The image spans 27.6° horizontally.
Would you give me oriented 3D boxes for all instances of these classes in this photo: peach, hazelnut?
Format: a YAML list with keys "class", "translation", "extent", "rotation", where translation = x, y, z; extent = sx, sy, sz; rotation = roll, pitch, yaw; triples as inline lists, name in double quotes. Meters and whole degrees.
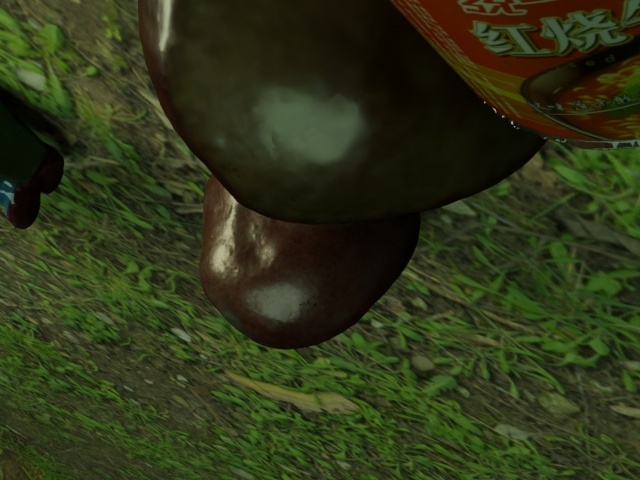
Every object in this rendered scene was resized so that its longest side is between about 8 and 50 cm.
- class: "peach"
  translation: [0.000, 0.000, 0.876]
  extent: [0.152, 0.152, 0.152]
  rotation: [23, 156, 11]
- class: "hazelnut"
  translation: [0.005, -0.095, 0.616]
  extent: [0.210, 0.186, 0.210]
  rotation: [11, 155, 5]

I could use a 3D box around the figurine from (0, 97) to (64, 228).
- class: "figurine"
  translation: [-0.335, -0.064, 1.139]
  extent: [0.185, 0.127, 0.234]
  rotation: [28, 147, -19]

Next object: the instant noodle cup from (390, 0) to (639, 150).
- class: "instant noodle cup"
  translation: [0.087, -0.142, 0.430]
  extent: [0.213, 0.213, 0.174]
  rotation: [12, 160, 33]
